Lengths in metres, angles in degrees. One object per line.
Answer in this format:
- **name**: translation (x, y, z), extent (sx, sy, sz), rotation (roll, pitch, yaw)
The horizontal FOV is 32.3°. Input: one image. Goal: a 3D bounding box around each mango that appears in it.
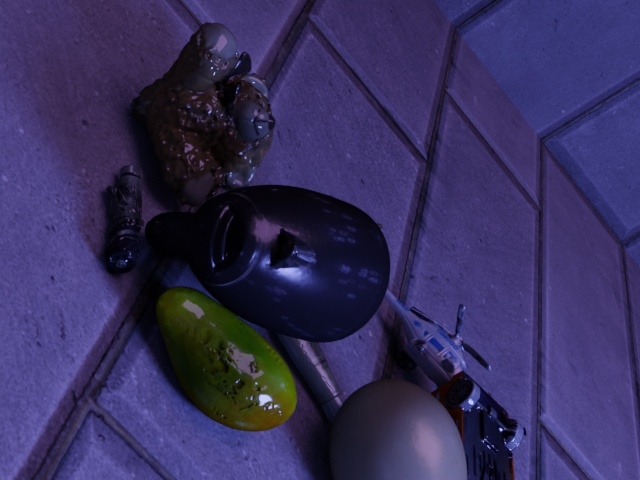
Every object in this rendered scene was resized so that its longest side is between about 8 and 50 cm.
- **mango**: translation (-0.128, 0.155, 1.411), extent (0.233, 0.111, 0.125), rotation (46, 25, -15)

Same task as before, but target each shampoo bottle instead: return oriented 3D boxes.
- **shampoo bottle**: translation (-0.014, 0.180, 1.649), extent (0.190, 0.041, 0.069), rotation (61, 28, 6)

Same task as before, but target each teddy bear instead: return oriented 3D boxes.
- **teddy bear**: translation (-0.158, -0.178, 1.672), extent (0.256, 0.156, 0.267), rotation (12, 91, -54)

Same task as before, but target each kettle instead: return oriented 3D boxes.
- **kettle**: translation (-0.090, 0.019, 1.492), extent (0.290, 0.268, 0.207), rotation (17, 81, -55)

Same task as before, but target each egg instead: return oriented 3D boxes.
- **egg**: translation (0.111, 0.318, 1.548), extent (0.188, 0.189, 0.253), rotation (20, 47, -51)

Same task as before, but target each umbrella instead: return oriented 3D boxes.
- **umbrella**: translation (-0.258, -0.035, 1.462), extent (0.188, 0.046, 0.050), rotation (-93, 157, -46)

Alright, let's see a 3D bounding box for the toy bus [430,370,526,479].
- **toy bus**: translation (0.227, 0.371, 1.731), extent (0.143, 0.153, 0.329), rotation (43, 28, -23)

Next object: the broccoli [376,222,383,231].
- **broccoli**: translation (0.000, -0.001, 1.720), extent (0.204, 0.122, 0.118), rotation (-5, 48, -10)

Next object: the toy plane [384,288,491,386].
- **toy plane**: translation (0.166, 0.147, 1.904), extent (0.107, 0.182, 0.273), rotation (-34, 90, -32)

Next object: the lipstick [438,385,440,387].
- **lipstick**: translation (0.256, 0.318, 1.955), extent (0.051, 0.051, 0.312), rotation (18, 44, -50)
